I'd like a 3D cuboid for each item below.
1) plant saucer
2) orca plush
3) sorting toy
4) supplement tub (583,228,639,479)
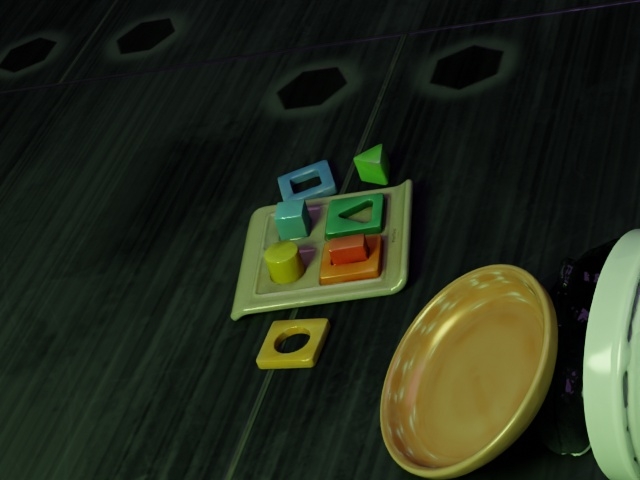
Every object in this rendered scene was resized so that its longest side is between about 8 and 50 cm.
[{"bbox_3d":[0.132,0.116,1.264,0.200,0.037,0.200,-36,36,33],"label":"plant saucer"},{"bbox_3d":[0.250,0.052,1.293,0.151,0.102,0.287,14,48,41],"label":"orca plush"},{"bbox_3d":[0.000,0.000,1.551,0.196,0.047,0.347,-12,36,14],"label":"sorting toy"},{"bbox_3d":[0.376,0.097,1.046,0.325,0.235,0.235,3,42,32],"label":"supplement tub"}]
